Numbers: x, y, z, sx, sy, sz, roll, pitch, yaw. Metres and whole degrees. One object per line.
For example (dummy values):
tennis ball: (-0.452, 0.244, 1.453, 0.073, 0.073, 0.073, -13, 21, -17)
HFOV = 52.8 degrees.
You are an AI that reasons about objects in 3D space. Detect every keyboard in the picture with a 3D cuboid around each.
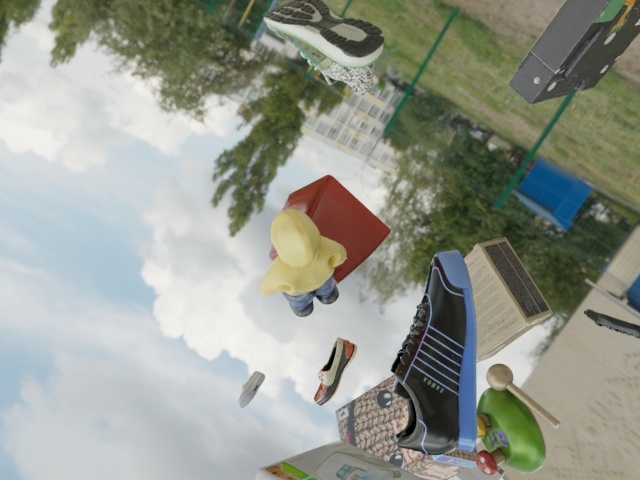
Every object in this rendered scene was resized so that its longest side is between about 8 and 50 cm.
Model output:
keyboard: (0.529, 0.153, 1.045, 0.180, 0.023, 0.108, 17, -178, 3)

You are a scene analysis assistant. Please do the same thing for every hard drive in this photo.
hard drive: (0.458, -0.371, 0.990, 0.236, 0.339, 0.064, -22, -116, -39)

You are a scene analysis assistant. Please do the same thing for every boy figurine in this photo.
boy figurine: (-0.037, 0.047, 1.144, 0.092, 0.177, 0.285, 60, 174, 28)

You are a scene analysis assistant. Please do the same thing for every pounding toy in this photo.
pounding toy: (0.352, 0.378, 1.285, 0.110, 0.237, 0.183, -19, -133, -20)

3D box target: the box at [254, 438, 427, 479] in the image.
box: (0.053, 0.405, 0.912, 0.231, 0.127, 0.262, 17, -179, 29)

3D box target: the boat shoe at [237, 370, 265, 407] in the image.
boat shoe: (-0.177, 0.364, 1.584, 0.035, 0.100, 0.035, 20, 156, 34)

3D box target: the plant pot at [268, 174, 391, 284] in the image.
plant pot: (0.000, 0.000, 1.955, 0.267, 0.236, 0.267, 42, 152, -17)

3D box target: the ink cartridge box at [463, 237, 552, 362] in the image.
ink cartridge box: (0.359, 0.136, 1.399, 0.088, 0.235, 0.193, -13, -115, -29)

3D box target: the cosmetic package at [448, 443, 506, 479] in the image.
cosmetic package: (0.366, 0.763, 1.929, 0.217, 0.385, 0.156, 35, -141, 27)

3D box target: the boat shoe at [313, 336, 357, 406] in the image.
boat shoe: (0.020, 0.247, 1.213, 0.043, 0.137, 0.049, 27, -176, -23)

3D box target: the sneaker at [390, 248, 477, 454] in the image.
sneaker: (0.126, 0.126, 0.735, 0.090, 0.232, 0.081, -1, 173, -2)

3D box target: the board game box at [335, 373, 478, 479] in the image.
board game box: (0.198, 0.465, 1.540, 0.141, 0.291, 0.232, 23, -140, -36)

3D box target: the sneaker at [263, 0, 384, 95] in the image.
sneaker: (-0.005, -0.484, 1.640, 0.158, 0.182, 0.410, -30, -131, -23)
